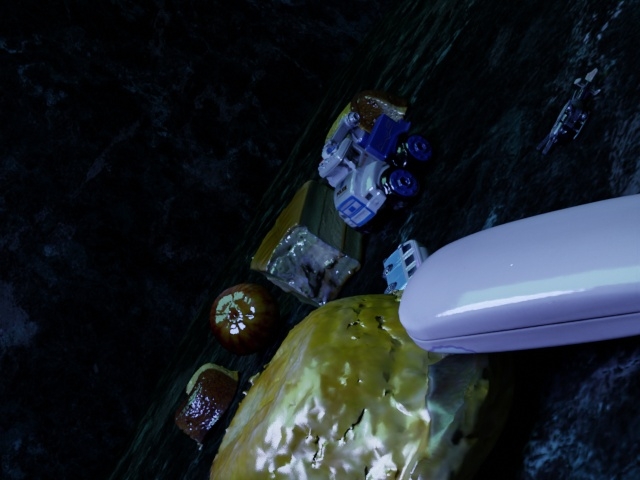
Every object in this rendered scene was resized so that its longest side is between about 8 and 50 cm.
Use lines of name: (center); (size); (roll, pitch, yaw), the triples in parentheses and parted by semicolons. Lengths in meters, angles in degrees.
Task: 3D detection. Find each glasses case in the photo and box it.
glasses case: (0.194, 0.029, 0.638); (0.296, 0.075, 0.113); (-14, 34, 41)

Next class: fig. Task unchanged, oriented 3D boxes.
fig: (-0.161, 0.185, 1.700); (0.149, 0.148, 0.202); (-31, -42, -23)

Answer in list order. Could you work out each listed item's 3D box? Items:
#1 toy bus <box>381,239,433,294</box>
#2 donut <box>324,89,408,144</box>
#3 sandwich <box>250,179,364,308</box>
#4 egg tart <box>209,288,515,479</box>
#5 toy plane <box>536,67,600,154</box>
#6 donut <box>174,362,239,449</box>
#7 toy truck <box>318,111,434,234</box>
toy bus: (0.129, 0.048, 1.061); (0.075, 0.060, 0.123); (-48, 16, 18)
donut: (0.116, -0.306, 1.934); (0.295, 0.112, 0.151); (-38, 24, 53)
sandwich: (0.000, 0.000, 1.486); (0.227, 0.155, 0.198); (-58, 14, -8)
egg tart: (0.014, 0.196, 0.835); (0.443, 0.178, 0.443); (-54, 10, 14)
toy plane: (0.309, -0.159, 0.960); (0.121, 0.031, 0.049); (-59, 3, 1)
donut: (-0.253, 0.343, 1.751); (0.141, 0.085, 0.217); (-54, 10, 11)
toy truck: (0.088, -0.134, 1.425); (0.161, 0.177, 0.213); (-39, 20, 52)
